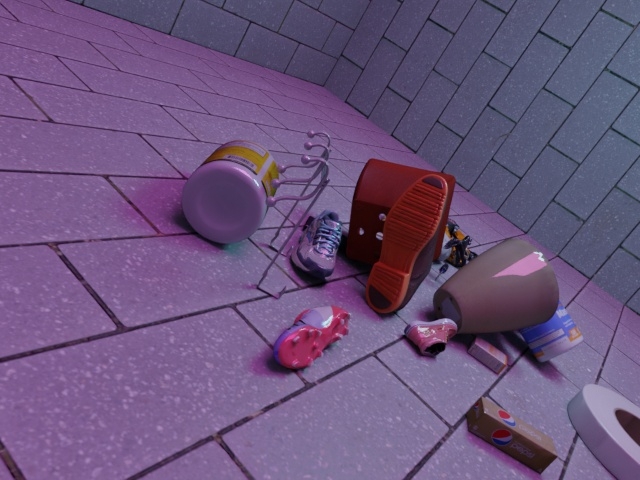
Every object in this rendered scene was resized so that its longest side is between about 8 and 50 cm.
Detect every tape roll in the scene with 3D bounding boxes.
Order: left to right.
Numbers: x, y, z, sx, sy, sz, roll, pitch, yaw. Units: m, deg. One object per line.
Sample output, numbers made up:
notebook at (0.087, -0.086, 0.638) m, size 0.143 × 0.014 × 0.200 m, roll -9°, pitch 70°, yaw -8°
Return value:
tape roll at (0.833, 0.541, 1.461) m, size 0.392 × 0.072 × 0.392 m, roll 28°, pitch 21°, yaw -11°

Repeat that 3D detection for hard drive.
hard drive at (0.016, -0.019, 1.628) m, size 0.135 × 0.022 × 0.094 m, roll 31°, pitch 21°, yaw -4°

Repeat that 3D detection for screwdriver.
screwdriver at (0.406, 0.112, 1.900) m, size 0.024 × 0.025 × 0.170 m, roll 37°, pitch 30°, yaw 11°

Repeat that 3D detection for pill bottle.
pill bottle at (-0.201, -0.136, 1.356) m, size 0.188 × 0.188 × 0.334 m, roll 29°, pitch 21°, yaw -8°
pill bottle at (0.658, 0.217, 1.712) m, size 0.152 × 0.152 × 0.272 m, roll -4°, pitch 62°, yaw -57°

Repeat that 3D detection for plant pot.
plant pot at (0.205, -0.052, 1.587) m, size 0.267 × 0.267 × 0.236 m, roll 15°, pitch 28°, yaw 19°
plant pot at (0.459, 0.152, 1.549) m, size 0.274 × 0.256 × 0.256 m, roll -17°, pitch 45°, yaw -23°

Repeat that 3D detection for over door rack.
over door rack at (-0.071, -0.070, 1.229) m, size 0.108 × 0.324 × 0.239 m, roll 20°, pitch 24°, yaw -6°

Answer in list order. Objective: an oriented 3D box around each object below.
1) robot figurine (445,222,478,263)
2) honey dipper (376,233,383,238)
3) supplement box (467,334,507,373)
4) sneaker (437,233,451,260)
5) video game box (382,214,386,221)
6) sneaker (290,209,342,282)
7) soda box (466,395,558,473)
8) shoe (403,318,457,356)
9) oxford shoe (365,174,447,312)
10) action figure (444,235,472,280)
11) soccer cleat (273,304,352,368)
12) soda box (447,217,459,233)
robot figurine at (0.493, 0.005, 2.151) m, size 0.211 × 0.085 × 0.291 m, roll 30°, pitch 20°, yaw -5°
honey dipper at (0.189, -0.023, 1.871) m, size 0.161 × 0.030 × 0.030 m, roll 26°, pitch 22°, yaw -9°
supplement box at (0.444, 0.302, 1.493) m, size 0.098 × 0.036 × 0.062 m, roll 36°, pitch 22°, yaw 9°
sneaker at (0.360, 0.034, 1.894) m, size 0.108 × 0.169 × 0.292 m, roll 12°, pitch -24°, yaw 30°
video game box at (0.325, -0.098, 2.007) m, size 0.187 × 0.205 × 0.048 m, roll -54°, pitch 124°, yaw -71°
sneaker at (0.000, 0.000, 1.426) m, size 0.110 × 0.122 × 0.283 m, roll 27°, pitch 22°, yaw -12°
soda box at (0.398, 0.406, 1.173) m, size 0.181 × 0.058 × 0.061 m, roll 31°, pitch 21°, yaw -2°
shoe at (0.290, 0.242, 1.385) m, size 0.178 × 0.063 × 0.081 m, roll 7°, pitch 34°, yaw -39°
oxford shoe at (0.230, 0.009, 1.412) m, size 0.130 × 0.363 × 0.133 m, roll 32°, pitch 14°, yaw 35°
action figure at (0.473, 0.127, 1.788) m, size 0.275 × 0.141 × 0.164 m, roll 64°, pitch 4°, yaw -4°
soccer cleat at (-0.028, 0.180, 1.079) m, size 0.095 × 0.083 × 0.248 m, roll 9°, pitch 14°, yaw 30°
soda box at (0.509, -0.079, 2.404) m, size 0.169 × 0.053 × 0.060 m, roll 22°, pitch 23°, yaw -25°
